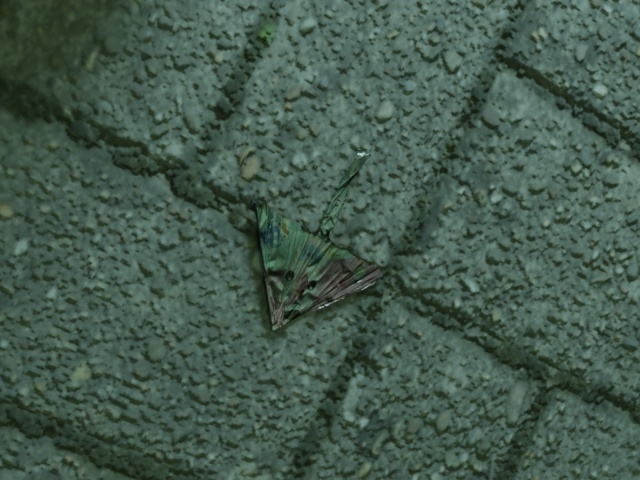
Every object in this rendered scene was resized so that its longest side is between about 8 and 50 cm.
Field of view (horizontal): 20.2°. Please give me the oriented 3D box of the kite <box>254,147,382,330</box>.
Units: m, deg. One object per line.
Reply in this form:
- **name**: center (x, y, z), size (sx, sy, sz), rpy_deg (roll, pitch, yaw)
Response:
- **kite**: center (0.000, 0.000, 1.367), size (0.139, 0.011, 0.156), rpy_deg (26, 90, -38)
